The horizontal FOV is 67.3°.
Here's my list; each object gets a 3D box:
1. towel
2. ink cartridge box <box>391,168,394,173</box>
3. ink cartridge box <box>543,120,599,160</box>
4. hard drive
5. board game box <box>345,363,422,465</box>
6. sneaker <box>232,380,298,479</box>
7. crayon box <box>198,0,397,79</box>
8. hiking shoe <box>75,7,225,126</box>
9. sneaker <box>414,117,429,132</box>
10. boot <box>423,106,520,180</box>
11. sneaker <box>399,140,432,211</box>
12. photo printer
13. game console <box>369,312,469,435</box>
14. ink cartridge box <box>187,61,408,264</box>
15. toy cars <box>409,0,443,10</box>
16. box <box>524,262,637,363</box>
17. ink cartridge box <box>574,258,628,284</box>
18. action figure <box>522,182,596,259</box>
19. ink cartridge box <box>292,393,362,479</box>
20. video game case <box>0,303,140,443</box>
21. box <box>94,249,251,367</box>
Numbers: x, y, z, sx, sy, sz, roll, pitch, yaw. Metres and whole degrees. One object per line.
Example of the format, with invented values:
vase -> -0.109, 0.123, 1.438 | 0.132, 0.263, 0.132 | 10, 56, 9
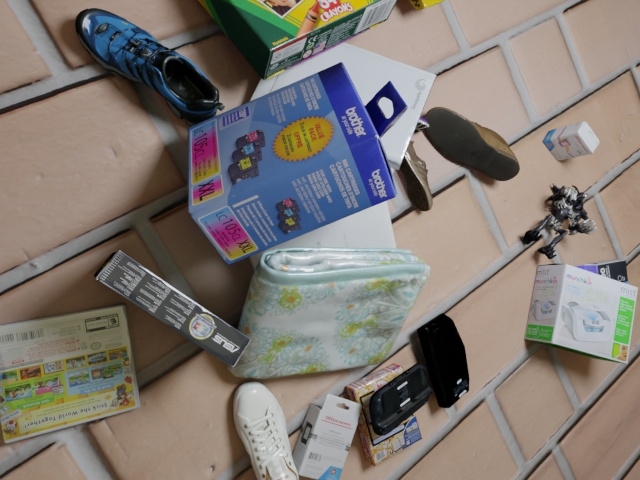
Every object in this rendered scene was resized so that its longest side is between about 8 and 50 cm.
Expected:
towel -> 0.018, 0.157, 0.996 | 0.375, 0.090, 0.320 | 1, 127, -25
ink cartridge box -> 0.076, -0.189, 1.135 | 0.193, 0.088, 0.234 | 26, 76, -21
ink cartridge box -> 0.751, -0.297, 1.443 | 0.088, 0.122, 0.052 | 43, 71, -17
hard drive -> 0.049, -0.322, 1.063 | 0.354, 0.047, 0.232 | 22, 77, 5
board game box -> 0.155, 0.419, 1.167 | 0.147, 0.045, 0.193 | -17, 95, -25
sneaker -> -0.098, 0.437, 1.004 | 0.106, 0.123, 0.289 | -19, 95, -23
crayon box -> -0.063, -0.554, 1.026 | 0.363, 0.106, 0.313 | -35, 83, -23
hiking shoe -> -0.319, -0.348, 0.928 | 0.304, 0.132, 0.113 | 33, 74, -21
sneaker -> 0.206, -0.329, 1.217 | 0.170, 0.068, 0.071 | 22, 73, -23
boot -> 0.405, -0.278, 1.310 | 0.306, 0.112, 0.115 | 28, 45, -17
sneaker -> 0.252, -0.169, 1.231 | 0.071, 0.066, 0.188 | -33, 103, -29
photo printer -> 0.000, 0.000, 1.030 | 0.308, 0.107, 0.255 | -18, 112, -9
game console -> 0.244, 0.333, 1.175 | 0.362, 0.044, 0.213 | -20, 96, -39
ink cartridge box -> -0.034, -0.160, 0.887 | 0.396, 0.269, 0.151 | -21, 137, 5
toy cars -> 0.141, -0.707, 1.196 | 0.394, 0.087, 0.176 | 23, 73, -20
box -> 0.759, 0.212, 1.405 | 0.262, 0.127, 0.230 | 17, 81, -13
ink cartridge box -> 0.906, 0.171, 1.540 | 0.209, 0.045, 0.206 | -6, 90, -24
action figure -> 0.725, -0.073, 1.414 | 0.164, 0.141, 0.275 | 46, 71, -4
ink cartridge box -> 0.014, 0.440, 1.090 | 0.104, 0.060, 0.180 | 26, 77, -22
video game case -> -0.467, 0.238, 0.890 | 0.227, 0.026, 0.206 | -8, 91, -27
box -> -0.277, 0.120, 0.880 | 0.270, 0.216, 0.060 | 39, 73, -20
